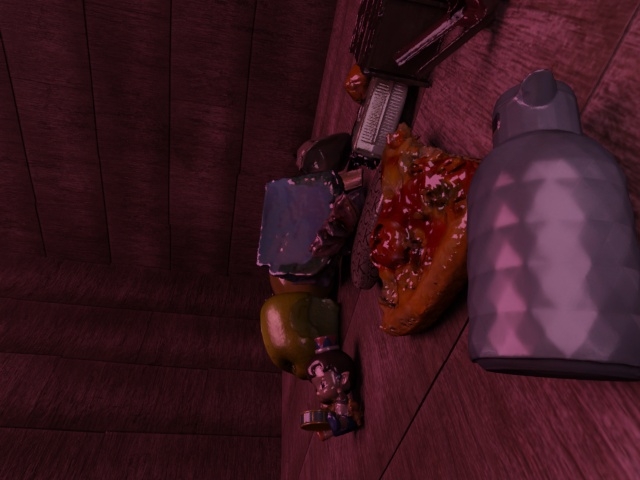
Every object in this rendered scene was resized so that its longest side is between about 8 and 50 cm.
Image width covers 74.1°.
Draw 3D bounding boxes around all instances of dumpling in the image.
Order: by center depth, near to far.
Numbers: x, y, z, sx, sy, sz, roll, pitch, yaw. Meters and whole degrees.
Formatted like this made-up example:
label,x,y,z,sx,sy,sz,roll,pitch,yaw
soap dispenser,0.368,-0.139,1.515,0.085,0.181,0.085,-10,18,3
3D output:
label,x,y,z,sx,sy,sz,roll,pitch,yaw
dumpling,0.010,-0.319,1.567,0.293,0.164,0.204,3,-68,-59

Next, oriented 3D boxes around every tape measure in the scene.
label,x,y,z,sx,sy,sz,roll,pitch,yaw
tape measure,0.134,-0.302,1.095,0.207,0.115,0.235,-99,26,-79

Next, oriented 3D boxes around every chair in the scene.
label,x,y,z,sx,sy,sz,roll,pitch,yaw
chair,0.239,-0.449,0.689,0.327,0.183,0.175,-32,29,15

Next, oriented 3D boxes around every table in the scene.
label,x,y,z,sx,sy,sz,roll,pitch,yaw
table,0.167,-0.463,0.935,0.193,0.173,0.169,-94,15,-51

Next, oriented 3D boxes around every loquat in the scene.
label,x,y,z,sx,sy,sz,roll,pitch,yaw
loquat,0.141,-0.505,1.354,0.137,0.113,0.137,-45,28,32

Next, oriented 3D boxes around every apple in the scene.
label,x,y,z,sx,sy,sz,roll,pitch,yaw
apple,-0.075,0.157,1.668,0.262,0.263,0.262,-173,90,-81

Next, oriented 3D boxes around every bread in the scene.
label,x,y,z,sx,sy,sz,roll,pitch,yaw
bread,0.090,-0.204,1.480,0.139,0.084,0.073,138,139,-75

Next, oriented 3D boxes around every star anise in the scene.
label,x,y,z,sx,sy,sz,roll,pitch,yaw
star anise,0.053,-0.054,1.143,0.229,0.093,0.236,-55,-5,-17

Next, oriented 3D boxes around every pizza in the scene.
label,x,y,z,sx,sy,sz,roll,pitch,yaw
pizza,0.158,-0.052,0.788,0.439,0.130,0.405,108,159,-49

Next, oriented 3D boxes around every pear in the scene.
label,x,y,z,sx,sy,sz,roll,pitch,yaw
pear,-0.057,0.333,1.465,0.176,0.287,0.281,-44,35,44

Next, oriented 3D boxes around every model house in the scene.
label,x,y,z,sx,sy,sz,roll,pitch,yaw
model house,0.000,0.000,1.457,0.339,0.298,0.359,38,-131,-57

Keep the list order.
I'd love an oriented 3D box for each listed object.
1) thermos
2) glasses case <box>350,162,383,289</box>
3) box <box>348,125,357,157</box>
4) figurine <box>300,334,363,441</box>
label,x,y,z,sx,sy,sz,roll,pitch,yaw
thermos,0.222,-0.012,0.422,0.182,0.145,0.286,43,-131,-60
glasses case,0.140,-0.038,1.037,0.137,0.085,0.354,-95,16,-59
box,0.129,-0.349,1.497,0.050,0.036,0.117,-118,38,-74
figurine,0.025,0.402,1.183,0.161,0.158,0.275,120,156,-45
